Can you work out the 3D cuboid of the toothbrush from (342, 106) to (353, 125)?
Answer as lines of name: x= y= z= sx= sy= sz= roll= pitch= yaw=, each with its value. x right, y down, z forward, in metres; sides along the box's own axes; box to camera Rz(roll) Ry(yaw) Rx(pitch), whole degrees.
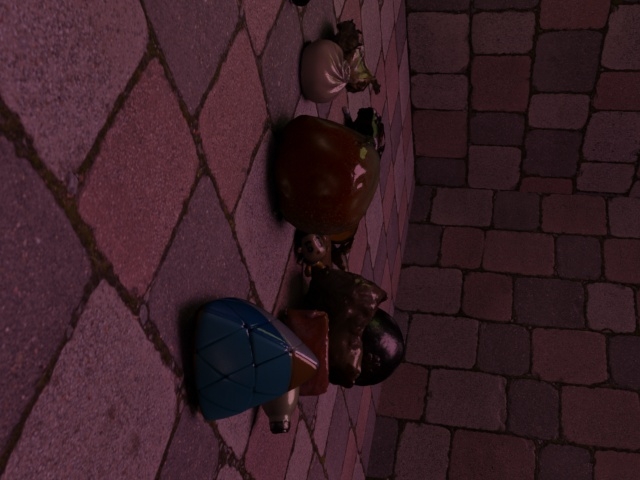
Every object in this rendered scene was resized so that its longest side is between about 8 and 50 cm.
toothbrush: x=0.110 y=-0.409 z=2.417 sx=0.276 sy=0.019 sz=0.025 roll=49 pitch=55 yaw=-71

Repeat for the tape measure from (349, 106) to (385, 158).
tape measure: x=0.159 y=-0.333 z=2.388 sx=0.223 sy=0.135 sz=0.202 roll=75 pitch=27 yaw=-67

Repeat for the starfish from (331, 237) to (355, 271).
starfish: x=0.065 y=0.047 z=2.176 sx=0.150 sy=0.053 sz=0.210 roll=-47 pitch=-158 yaw=17

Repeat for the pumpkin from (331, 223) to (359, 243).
pumpkin: x=0.067 y=-0.064 z=2.146 sx=0.108 sy=0.118 sz=0.184 roll=60 pitch=42 yaw=-63

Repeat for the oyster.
oyster: x=0.095 y=-0.529 z=2.028 sx=0.351 sy=0.114 sz=0.238 roll=-100 pitch=165 yaw=-63

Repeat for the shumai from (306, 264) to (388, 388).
shumai: x=0.039 y=0.243 z=1.897 sx=0.283 sy=0.217 sz=0.346 roll=-67 pitch=-170 yaw=-15

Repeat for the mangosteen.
mangosteen: x=0.141 y=0.344 z=2.277 sx=0.288 sy=0.287 sz=0.288 roll=4 pitch=90 yaw=-76

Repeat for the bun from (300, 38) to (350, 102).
bun: x=0.019 y=-0.455 z=1.833 sx=0.173 sy=0.119 sz=0.173 roll=6 pitch=90 yaw=-75

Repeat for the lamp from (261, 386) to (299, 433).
lamp: x=-0.100 y=0.342 z=1.648 sx=0.101 sy=0.101 sz=0.250 roll=59 pitch=26 yaw=-67

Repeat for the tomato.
tomato: x=0.021 y=-0.166 z=1.673 sx=0.303 sy=0.238 sz=0.304 roll=8 pitch=90 yaw=-75

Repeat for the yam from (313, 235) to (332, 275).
yam: x=0.000 y=0.000 z=2.004 sx=0.066 sy=0.066 sz=0.300 roll=-68 pitch=158 yaw=-51

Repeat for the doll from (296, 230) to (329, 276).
doll: x=-0.024 y=0.032 z=1.894 sx=0.089 sy=0.102 sz=0.179 roll=49 pitch=-17 yaw=42

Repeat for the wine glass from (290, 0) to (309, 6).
wine glass: x=-0.027 y=-0.654 z=1.705 sx=0.198 sy=0.066 sz=0.066 roll=-70 pitch=159 yaw=-46

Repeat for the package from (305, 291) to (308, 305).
package: x=-0.027 y=0.161 z=2.043 sx=0.110 sy=0.015 sz=0.037 roll=-41 pitch=139 yaw=-68

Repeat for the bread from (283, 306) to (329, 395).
bread: x=-0.037 y=0.288 z=1.777 sx=0.190 sy=0.122 sz=0.244 roll=-96 pitch=-175 yaw=-76

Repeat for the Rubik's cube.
Rubik's cube: x=-0.127 y=0.242 z=1.261 sx=0.254 sy=0.254 sz=0.255 roll=4 pitch=90 yaw=-76
